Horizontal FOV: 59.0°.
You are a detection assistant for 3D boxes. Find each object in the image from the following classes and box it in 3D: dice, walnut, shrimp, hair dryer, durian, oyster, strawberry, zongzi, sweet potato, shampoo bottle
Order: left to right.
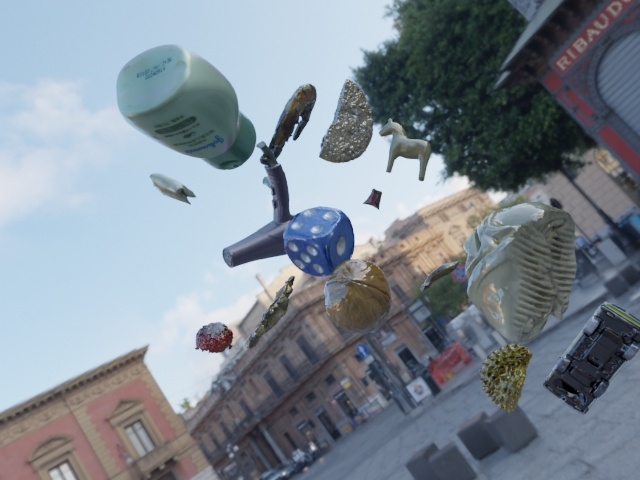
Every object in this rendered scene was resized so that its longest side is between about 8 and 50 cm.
[{"bbox_3d":[-0.260,-0.262,1.212,0.222,0.151,0.349,-19,-19,15],"label":"shampoo bottle"},{"bbox_3d":[-0.390,0.353,2.070,0.145,0.145,0.086,-25,-50,-39],"label":"strawberry"},{"bbox_3d":[-0.161,-0.109,1.641,0.301,0.121,0.361,-22,-62,-33],"label":"hair dryer"},{"bbox_3d":[-0.175,0.265,2.100,0.345,0.078,0.129,-56,-8,-34],"label":"oyster"},{"bbox_3d":[-0.110,-0.472,2.330,0.365,0.071,0.233,-64,-18,7],"label":"shrimp"},{"bbox_3d":[0.000,0.000,1.483,0.146,0.146,0.143,-48,-46,-38],"label":"dice"},{"bbox_3d":[0.089,0.135,1.341,0.167,0.167,0.207,-36,-31,-7],"label":"walnut"},{"bbox_3d":[0.217,-0.153,2.219,0.083,0.073,0.067,-51,-25,13],"label":"zongzi"},{"bbox_3d":[0.371,0.108,1.784,0.153,0.038,0.041,-36,8,-5],"label":"sweet potato"},{"bbox_3d":[0.546,0.407,1.651,0.132,0.165,0.182,-3,-38,-33],"label":"durian"}]

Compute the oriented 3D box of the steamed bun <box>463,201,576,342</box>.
[{"bbox_3d":[0.485,0.068,1.434,0.309,0.324,0.219,-22,20,-31],"label":"steamed bun"}]

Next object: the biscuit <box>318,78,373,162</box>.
[{"bbox_3d":[0.083,-0.301,1.505,0.032,0.133,0.250,-18,49,60],"label":"biscuit"}]

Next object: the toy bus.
[{"bbox_3d":[0.797,0.331,1.642,0.179,0.143,0.305,-15,-45,-58],"label":"toy bus"}]

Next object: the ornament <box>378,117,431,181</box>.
[{"bbox_3d":[0.344,-0.383,2.345,0.061,0.230,0.245,54,-133,-73],"label":"ornament"}]

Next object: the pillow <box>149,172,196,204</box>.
[{"bbox_3d":[-0.633,-0.222,2.420,0.078,0.181,0.134,-61,-18,-10],"label":"pillow"}]

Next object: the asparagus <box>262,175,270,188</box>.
[{"bbox_3d":[-0.197,-0.228,2.338,0.041,0.045,0.178,-56,28,4],"label":"asparagus"}]
